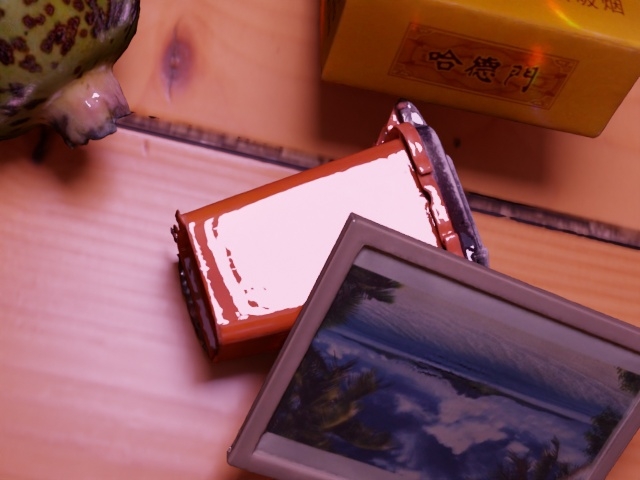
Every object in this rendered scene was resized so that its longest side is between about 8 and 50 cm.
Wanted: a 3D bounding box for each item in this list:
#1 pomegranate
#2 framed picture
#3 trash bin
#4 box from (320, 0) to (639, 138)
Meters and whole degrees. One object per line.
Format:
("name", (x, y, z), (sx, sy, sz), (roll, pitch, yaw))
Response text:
("pomegranate", (-0.257, -0.189, 0.802), (0.254, 0.254, 0.270), (-37, 97, -21))
("framed picture", (0.111, 0.132, 0.804), (0.315, 0.024, 0.232), (20, 108, -18))
("trash bin", (0.000, 0.000, 0.847), (0.239, 0.161, 0.184), (-14, 77, -13))
("box", (0.133, -0.300, 0.927), (0.264, 0.115, 0.415), (10, 51, -9))
